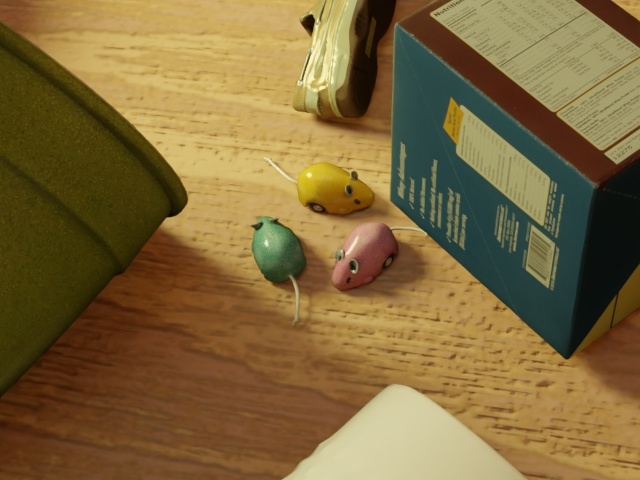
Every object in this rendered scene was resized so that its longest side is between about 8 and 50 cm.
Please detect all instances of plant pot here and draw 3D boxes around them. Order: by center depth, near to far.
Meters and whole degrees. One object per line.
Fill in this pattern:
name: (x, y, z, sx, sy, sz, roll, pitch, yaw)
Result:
plant pot: (-0.344, 0.016, 1.247, 0.366, 0.366, 0.353, 27, 78, 25)

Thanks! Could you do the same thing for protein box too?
protein box: (0.165, -0.065, 1.261, 0.136, 0.199, 0.201, -32, 57, -23)

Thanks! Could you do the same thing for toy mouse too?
toy mouse: (0.000, 0.000, 1.357, 0.161, 0.031, 0.143, 14, 61, 18)

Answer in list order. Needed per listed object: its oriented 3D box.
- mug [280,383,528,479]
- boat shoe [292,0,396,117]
mug: (-0.003, 0.280, 1.059, 0.328, 0.276, 0.374, -42, 30, -9)
boat shoe: (0.016, -0.189, 1.462, 0.072, 0.068, 0.190, 1, 57, 24)
